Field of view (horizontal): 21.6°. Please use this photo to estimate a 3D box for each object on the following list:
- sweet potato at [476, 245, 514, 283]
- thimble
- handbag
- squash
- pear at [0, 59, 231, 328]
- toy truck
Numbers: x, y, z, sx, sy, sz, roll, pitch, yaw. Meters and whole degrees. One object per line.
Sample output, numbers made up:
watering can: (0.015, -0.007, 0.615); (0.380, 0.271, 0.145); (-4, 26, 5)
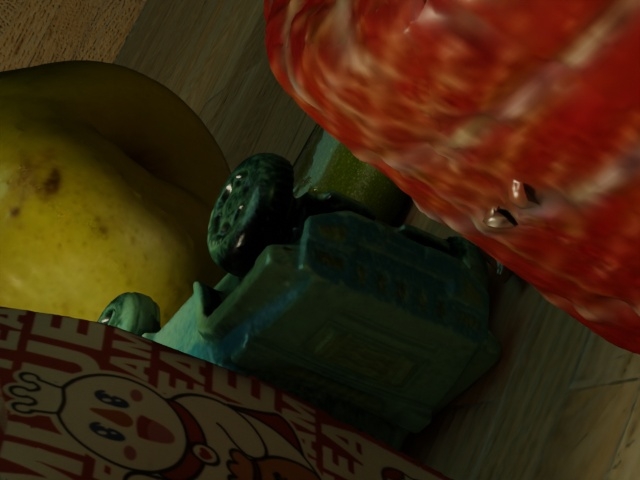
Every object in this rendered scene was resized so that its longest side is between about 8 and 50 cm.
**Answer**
sweet potato: (0.099, -0.011, 0.912); (0.034, 0.034, 0.095); (-51, 21, 28)
thimble: (0.142, -0.135, 0.654); (0.350, 0.230, 0.350); (-50, 18, 23)
handbag: (-0.088, 0.137, 0.729); (0.151, 0.298, 0.171); (-52, 17, 26)
squash: (0.001, 0.000, 1.109); (0.331, 0.087, 0.087); (-64, 16, -10)
pear: (-0.232, 0.056, 1.220); (0.418, 0.362, 0.362); (-47, 20, 33)
toy truck: (-0.029, 0.084, 0.931); (0.279, 0.155, 0.156); (-44, 32, 43)
